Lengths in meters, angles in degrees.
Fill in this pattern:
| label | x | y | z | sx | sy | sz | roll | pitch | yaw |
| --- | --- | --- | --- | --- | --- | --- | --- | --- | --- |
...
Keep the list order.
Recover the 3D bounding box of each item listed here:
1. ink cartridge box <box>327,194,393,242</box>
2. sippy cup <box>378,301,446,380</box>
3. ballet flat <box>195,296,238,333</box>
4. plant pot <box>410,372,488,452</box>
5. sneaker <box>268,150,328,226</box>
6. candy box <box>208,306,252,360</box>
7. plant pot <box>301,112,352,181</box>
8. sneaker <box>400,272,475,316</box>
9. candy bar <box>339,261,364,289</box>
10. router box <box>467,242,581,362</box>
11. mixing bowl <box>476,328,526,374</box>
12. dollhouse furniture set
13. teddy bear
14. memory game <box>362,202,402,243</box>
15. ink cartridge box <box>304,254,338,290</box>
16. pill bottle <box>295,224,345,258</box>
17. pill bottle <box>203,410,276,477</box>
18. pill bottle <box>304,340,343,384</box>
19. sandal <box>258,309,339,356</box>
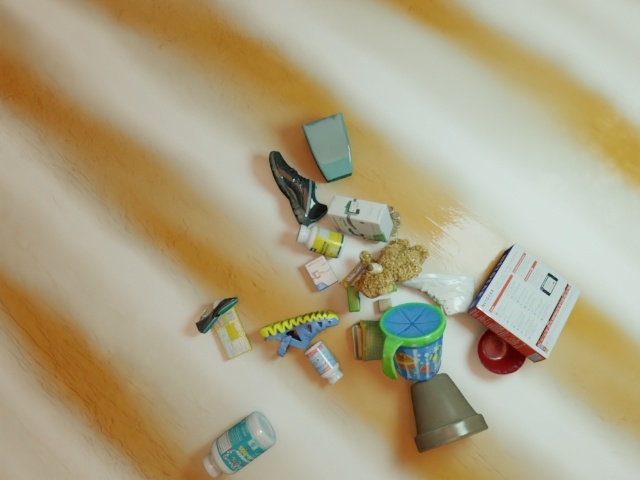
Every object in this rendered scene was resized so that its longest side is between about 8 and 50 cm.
| label | x | y | z | sx | sy | sz | roll | pitch | yaw |
| --- | --- | --- | --- | --- | --- | --- | --- | --- | --- |
| ink cartridge box | 0.155 | -0.084 | 1.820 | 0.220 | 0.160 | 0.092 | 12 | 67 | 26 |
| sippy cup | 0.345 | 0.380 | 1.717 | 0.306 | 0.240 | 0.223 | -15 | 114 | -6 |
| ballet flat | -0.420 | 0.282 | 1.877 | 0.203 | 0.074 | 0.074 | -45 | 82 | 0 |
| plant pot | 0.439 | 0.622 | 1.725 | 0.263 | 0.263 | 0.229 | -22 | 63 | 2 |
| sneaker | -0.096 | -0.225 | 1.922 | 0.140 | 0.125 | 0.340 | -29 | 92 | -3 |
| candy box | -0.364 | 0.369 | 1.907 | 0.105 | 0.027 | 0.205 | -26 | 81 | 4 |
| plant pot | 0.044 | -0.362 | 1.902 | 0.166 | 0.166 | 0.234 | -18 | 88 | 2 |
| sneaker | 0.450 | 0.214 | 1.824 | 0.293 | 0.108 | 0.169 | 4 | 80 | 4 |
| candy bar | 0.144 | 0.126 | 1.903 | 0.040 | 0.018 | 0.161 | 42 | 89 | 8 |
| router box | 0.762 | 0.225 | 1.752 | 0.301 | 0.082 | 0.335 | 38 | 65 | 8 |
| mixing bowl | 0.675 | 0.412 | 1.785 | 0.182 | 0.098 | 0.181 | -1 | 82 | 5 |
| dollhouse furniture set | 0.215 | 0.318 | 1.806 | 0.198 | 0.151 | 0.301 | -6 | 83 | 4 |
| teddy bear | 0.266 | 0.084 | 1.770 | 0.338 | 0.113 | 0.245 | -22 | 43 | -24 |
| memory game | 0.235 | -0.070 | 1.886 | 0.187 | 0.012 | 0.186 | -9 | 60 | 15 |
| ink cartridge box | 0.003 | 0.131 | 1.896 | 0.089 | 0.052 | 0.122 | -30 | 80 | 0 |
| pill bottle | 0.000 | 0.000 | 1.867 | 0.184 | 0.103 | 0.103 | 17 | 84 | -8 |
| pill bottle | -0.312 | 0.785 | 1.792 | 0.264 | 0.146 | 0.146 | -36 | 82 | 0 |
| pill bottle | 0.015 | 0.477 | 1.834 | 0.087 | 0.087 | 0.160 | -38 | 82 | -1 |
| sandal | -0.074 | 0.363 | 1.846 | 0.318 | 0.126 | 0.138 | -18 | 85 | 10 |
